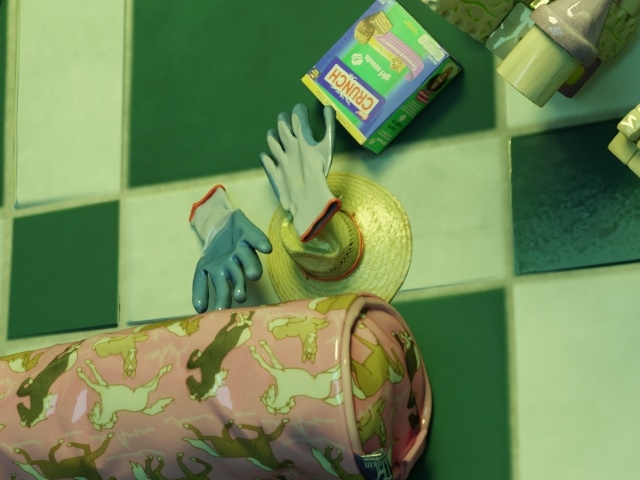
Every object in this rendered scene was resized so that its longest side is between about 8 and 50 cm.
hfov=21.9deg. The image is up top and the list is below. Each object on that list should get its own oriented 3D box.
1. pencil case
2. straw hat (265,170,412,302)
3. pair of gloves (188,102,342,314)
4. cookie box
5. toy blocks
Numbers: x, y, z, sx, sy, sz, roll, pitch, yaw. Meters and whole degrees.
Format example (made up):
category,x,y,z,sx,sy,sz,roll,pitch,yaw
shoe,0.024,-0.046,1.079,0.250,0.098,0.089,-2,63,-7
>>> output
category,x,y,z,sx,sy,sz,roll,pitch,yaw
pencil case,-0.109,0.149,1.354,0.386,0.160,0.167,-10,68,24
straw hat,0.000,0.000,1.395,0.144,0.061,0.144,-7,72,24
pair of gloves,-0.049,-0.030,1.404,0.198,0.023,0.159,-47,35,19
cookie box,0.052,-0.142,1.419,0.107,0.040,0.092,-46,62,9
toy blocks,0.216,-0.237,1.221,0.260,0.289,0.309,-50,58,13
